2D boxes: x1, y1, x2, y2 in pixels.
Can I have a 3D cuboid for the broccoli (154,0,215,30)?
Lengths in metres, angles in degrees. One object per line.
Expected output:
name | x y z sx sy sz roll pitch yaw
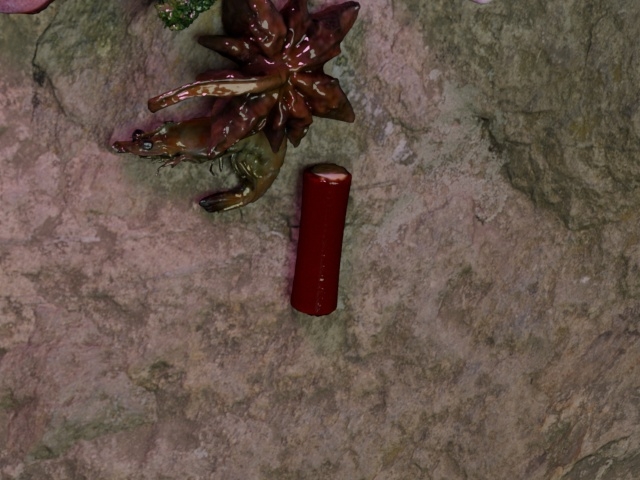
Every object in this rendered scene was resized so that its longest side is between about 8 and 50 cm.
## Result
broccoli | -0.207 -0.385 1.769 0.194 0.194 0.220 -17 159 -26

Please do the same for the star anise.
star anise | -0.072 -0.242 1.933 0.349 0.109 0.292 17 79 -36

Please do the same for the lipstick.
lipstick | 0.000 0.000 2.136 0.080 0.080 0.241 -9 117 -30

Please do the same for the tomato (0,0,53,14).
tomato | -0.359 -0.399 1.674 0.228 0.112 0.199 -29 110 8

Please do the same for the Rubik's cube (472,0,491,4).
Rubik's cube | 0.225 -0.553 1.857 0.316 0.322 0.319 -29 124 -18

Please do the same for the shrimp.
shrimp | -0.174 -0.109 1.984 0.296 0.058 0.169 -10 120 -34
